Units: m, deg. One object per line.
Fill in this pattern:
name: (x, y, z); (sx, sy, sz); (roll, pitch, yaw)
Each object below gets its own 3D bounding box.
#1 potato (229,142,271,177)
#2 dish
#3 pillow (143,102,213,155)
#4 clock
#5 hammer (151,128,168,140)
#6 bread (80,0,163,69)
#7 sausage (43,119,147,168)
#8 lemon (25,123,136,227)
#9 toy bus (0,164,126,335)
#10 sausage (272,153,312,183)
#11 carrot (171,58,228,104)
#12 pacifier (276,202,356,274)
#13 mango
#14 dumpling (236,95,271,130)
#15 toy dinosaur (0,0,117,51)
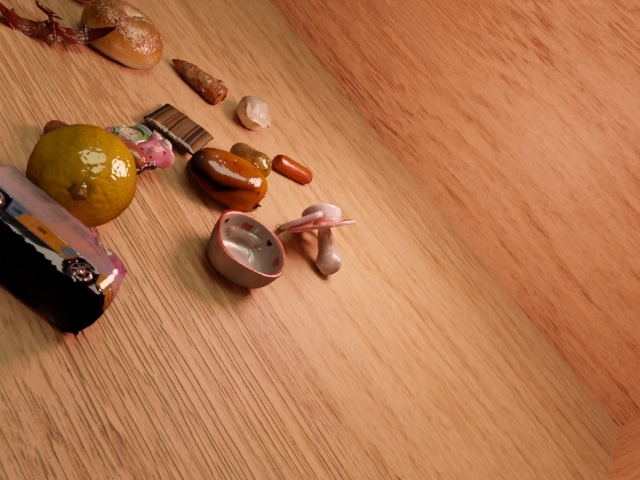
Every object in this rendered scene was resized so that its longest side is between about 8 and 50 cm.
potato: (-0.264, -0.285, 1.976); (0.176, 0.137, 0.137); (36, 22, 31)
dish: (-0.234, 0.041, 1.595); (0.256, 0.117, 0.256); (33, 30, -22)
pillow: (-0.494, -0.393, 1.883); (0.212, 0.052, 0.208); (36, 26, -10)
clock: (-0.561, -0.261, 1.562); (0.194, 0.100, 0.195); (35, 34, 13)
hammer: (-0.560, -0.273, 1.678); (0.058, 0.029, 0.292); (36, 32, -14)
bread: (-0.719, -0.773, 1.972); (0.305, 0.159, 0.306); (31, 31, -21)
sausage: (-0.608, -0.261, 1.436); (0.304, 0.078, 0.078); (16, 28, 9)
lemon: (-0.569, -0.155, 1.283); (0.267, 0.267, 0.267); (32, 31, -22)
toy bus: (-0.586, 0.012, 1.125); (0.386, 0.171, 0.162); (43, 29, -7)
sausage: (-0.113, -0.295, 2.230); (0.197, 0.076, 0.076); (25, 35, -35)
carrot: (-0.506, -0.666, 2.200); (0.263, 0.102, 0.102); (38, 29, 0)
pacifier: (0.012, -0.032, 1.904); (0.273, 0.220, 0.332); (46, 6, 0)
mango: (-0.309, -0.204, 1.781); (0.287, 0.152, 0.201); (25, 50, -25)
dumpling: (-0.279, -0.539, 2.277); (0.162, 0.132, 0.250); (22, 20, -21)
toy dinosaur: (-0.849, -0.707, 1.732); (0.327, 0.113, 0.207); (22, 46, -25)
